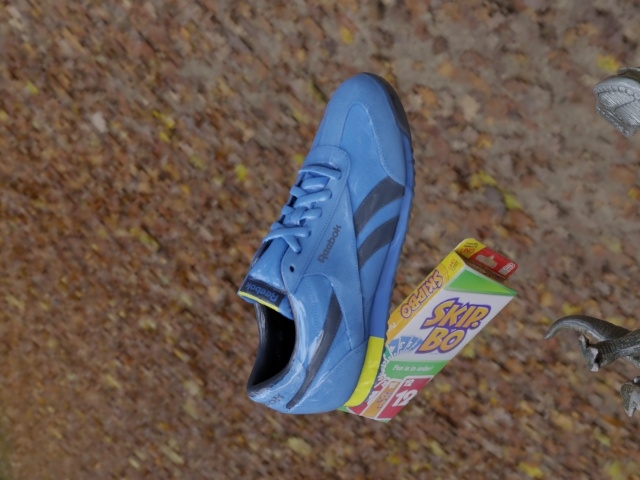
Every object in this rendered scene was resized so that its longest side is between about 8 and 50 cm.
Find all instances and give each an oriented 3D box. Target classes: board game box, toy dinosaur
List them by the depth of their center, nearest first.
[{"bbox_3d":[0.330,0.108,0.868,0.313,0.160,0.121,-21,71,55],"label":"toy dinosaur"},{"bbox_3d":[0.123,0.111,1.190,0.124,0.259,0.039,25,-159,-47],"label":"board game box"}]

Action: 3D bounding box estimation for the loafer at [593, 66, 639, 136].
[{"bbox_3d":[0.431,-0.205,1.377,0.094,0.087,0.251,41,-173,5],"label":"loafer"}]

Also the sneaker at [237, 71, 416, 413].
[{"bbox_3d":[0.000,0.000,0.598,0.082,0.209,0.069,8,-178,-34],"label":"sneaker"}]
